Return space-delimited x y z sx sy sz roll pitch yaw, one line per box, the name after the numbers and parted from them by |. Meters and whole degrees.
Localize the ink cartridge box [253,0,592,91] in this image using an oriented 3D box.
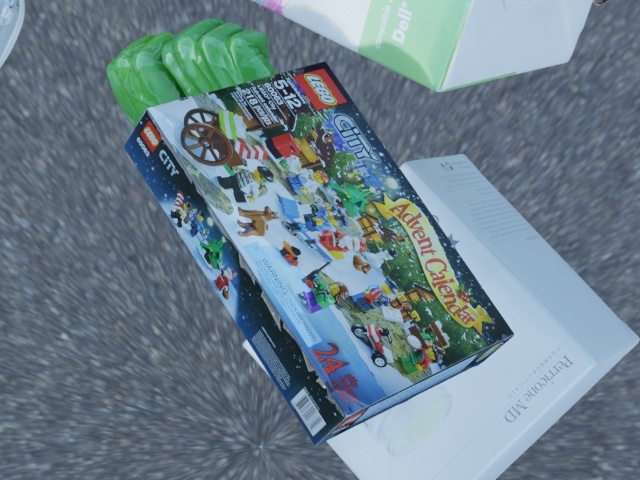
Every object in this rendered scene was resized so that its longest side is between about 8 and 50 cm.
0.014 -0.243 1.114 0.353 0.207 0.119 30 117 26 | ink cartridge box

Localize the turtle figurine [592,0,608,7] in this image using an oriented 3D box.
0.298 -0.302 1.686 0.269 0.217 0.087 -16 89 -25 | turtle figurine

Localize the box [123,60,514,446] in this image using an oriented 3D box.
0.000 0.000 0.966 0.159 0.044 0.233 -21 71 -40 | box

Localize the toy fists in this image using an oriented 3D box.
-0.148 -0.187 1.767 0.096 0.279 0.142 -49 116 -28 | toy fists

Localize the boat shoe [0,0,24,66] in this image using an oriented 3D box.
-0.437 -0.359 1.931 0.118 0.103 0.320 15 86 11 | boat shoe

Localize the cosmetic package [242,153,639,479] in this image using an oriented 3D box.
0.099 0.085 1.255 0.224 0.138 0.224 47 113 14 | cosmetic package
